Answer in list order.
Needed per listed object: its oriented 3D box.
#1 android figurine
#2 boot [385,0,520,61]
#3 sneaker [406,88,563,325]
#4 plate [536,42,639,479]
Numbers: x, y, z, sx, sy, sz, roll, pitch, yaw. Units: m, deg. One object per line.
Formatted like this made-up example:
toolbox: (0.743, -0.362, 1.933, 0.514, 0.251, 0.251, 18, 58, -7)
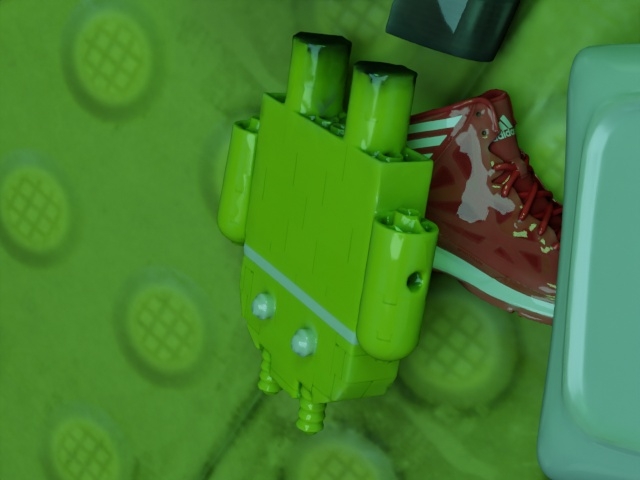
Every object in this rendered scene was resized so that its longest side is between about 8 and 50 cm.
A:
android figurine: (0.000, 0.000, 0.848, 0.248, 0.056, 0.272, 39, 124, 51)
boot: (0.039, -0.288, 0.791, 0.264, 0.096, 0.280, 23, 110, 21)
sneaker: (0.133, -0.027, 0.808, 0.221, 0.087, 0.128, 19, 111, 21)
plate: (0.232, 0.024, 0.658, 0.277, 0.045, 0.278, 6, 93, 46)
